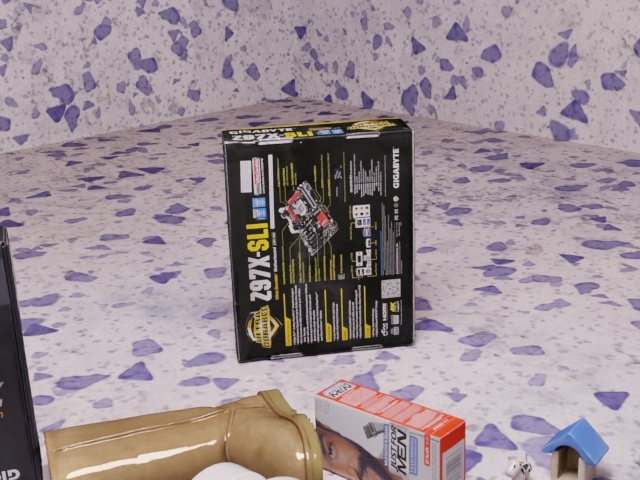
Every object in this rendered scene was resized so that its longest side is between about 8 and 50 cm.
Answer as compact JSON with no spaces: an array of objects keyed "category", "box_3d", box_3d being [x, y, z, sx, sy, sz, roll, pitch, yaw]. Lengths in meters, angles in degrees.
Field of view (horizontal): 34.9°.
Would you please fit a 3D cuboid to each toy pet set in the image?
[{"category":"toy pet set","box_3d":[0.261,0.239,1.062,0.122,0.065,0.114,11,22,34]}]

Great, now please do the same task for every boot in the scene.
[{"category":"boot","box_3d":[-0.149,0.241,1.087,0.270,0.089,0.236,-8,9,-17]}]

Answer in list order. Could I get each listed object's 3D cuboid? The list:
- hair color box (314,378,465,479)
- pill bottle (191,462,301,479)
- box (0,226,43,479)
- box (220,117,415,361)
[{"category":"hair color box","box_3d":[0.073,0.220,1.099,0.167,0.093,0.053,13,23,40]},{"category":"pill bottle","box_3d":[-0.020,0.277,0.874,0.229,0.131,0.131,15,25,42]},{"category":"box","box_3d":[-0.458,0.147,1.067,0.296,0.293,0.073,-7,17,-16]},{"category":"box","box_3d":[0.000,0.000,1.412,0.257,0.322,0.079,-5,20,-6]}]
